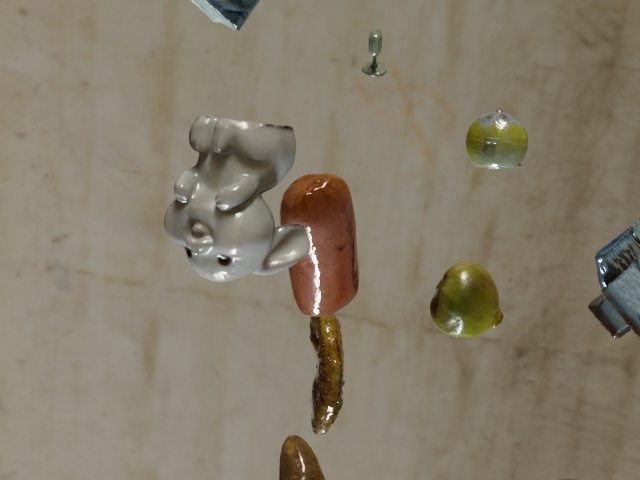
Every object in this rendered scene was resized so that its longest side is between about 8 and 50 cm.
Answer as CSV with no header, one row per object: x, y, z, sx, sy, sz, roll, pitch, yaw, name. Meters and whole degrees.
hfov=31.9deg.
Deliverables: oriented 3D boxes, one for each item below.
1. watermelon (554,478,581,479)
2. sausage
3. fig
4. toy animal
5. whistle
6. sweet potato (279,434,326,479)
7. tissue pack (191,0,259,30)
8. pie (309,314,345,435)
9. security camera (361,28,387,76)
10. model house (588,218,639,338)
0.429,0.610,2.039,0.359,0.279,0.279,-53,171,-5,watermelon
0.000,0.000,1.635,0.259,0.113,0.113,84,16,-50,sausage
0.258,0.106,2.008,0.153,0.121,0.136,11,108,-55,fig
-0.093,-0.053,1.320,0.178,0.127,0.193,-15,111,-58,toy animal
0.350,-0.194,2.170,0.223,0.123,0.123,-6,105,-70,whistle
-0.025,0.384,1.375,0.097,0.097,0.292,90,-4,-55,sweet potato
-0.136,-0.527,1.782,0.228,0.103,0.315,35,86,-49,tissue pack
0.013,0.271,2.317,0.273,0.069,0.273,179,-90,-89,pie
0.117,-0.398,2.359,0.058,0.058,0.092,-74,170,-47,security camera
0.589,0.083,1.787,0.252,0.295,0.329,-37,168,-19,model house
